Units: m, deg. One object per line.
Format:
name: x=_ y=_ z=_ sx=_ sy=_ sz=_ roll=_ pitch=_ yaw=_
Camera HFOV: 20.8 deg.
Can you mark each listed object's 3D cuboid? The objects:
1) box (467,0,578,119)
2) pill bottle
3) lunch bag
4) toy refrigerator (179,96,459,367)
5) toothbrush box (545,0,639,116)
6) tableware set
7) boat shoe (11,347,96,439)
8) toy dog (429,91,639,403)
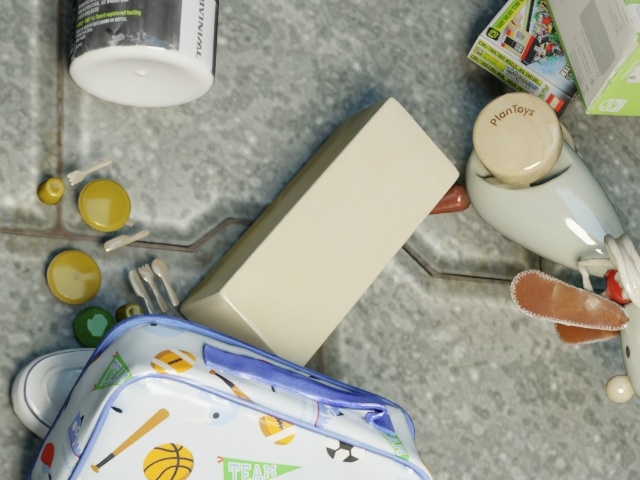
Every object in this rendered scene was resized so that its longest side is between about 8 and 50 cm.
box: x=0.246 y=-0.221 z=1.774 sx=0.114 sy=0.036 sz=0.207 roll=35 pitch=52 yaw=5
pill bottle: x=-0.152 y=-0.254 z=1.556 sx=0.130 sy=0.130 sz=0.245 roll=11 pitch=70 yaw=-24
lunch bag: x=-0.067 y=0.195 z=1.397 sx=0.303 sy=0.243 sz=0.115 roll=22 pitch=22 yaw=-21
toy refrigerator: x=0.000 y=0.000 z=1.577 sx=0.102 sy=0.094 sz=0.269 roll=47 pitch=60 yaw=-13
toothbrush box: x=0.379 y=-0.235 z=1.734 sx=0.283 sy=0.122 sz=0.206 roll=-1 pitch=58 yaw=-23
tableware set: x=-0.197 y=0.012 z=1.513 sx=0.104 sy=0.024 sz=0.154 roll=-25 pitch=87 yaw=-28
boat shoe: x=-0.127 y=0.138 z=1.469 sx=0.258 sy=0.084 sz=0.095 roll=10 pitch=70 yaw=-25
toy dog: x=0.210 y=0.017 z=1.633 sx=0.220 sy=0.161 sz=0.333 roll=46 pitch=16 yaw=-50
